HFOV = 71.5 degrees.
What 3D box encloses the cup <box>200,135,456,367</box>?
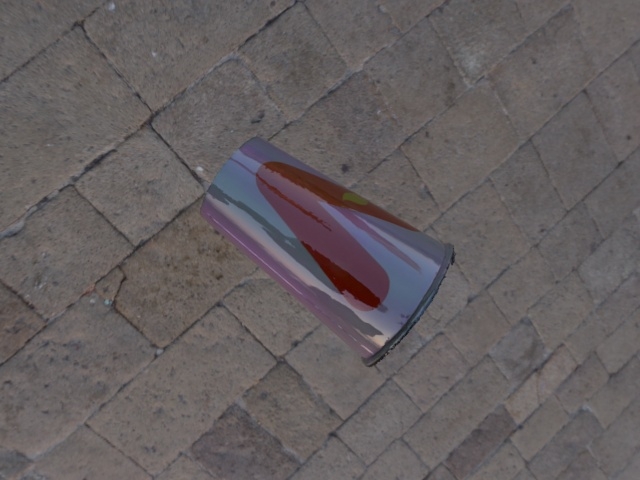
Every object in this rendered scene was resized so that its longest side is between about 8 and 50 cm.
[{"bbox_3d":[0.000,0.000,0.585,0.289,0.203,0.203,35,88,2],"label":"cup"}]
